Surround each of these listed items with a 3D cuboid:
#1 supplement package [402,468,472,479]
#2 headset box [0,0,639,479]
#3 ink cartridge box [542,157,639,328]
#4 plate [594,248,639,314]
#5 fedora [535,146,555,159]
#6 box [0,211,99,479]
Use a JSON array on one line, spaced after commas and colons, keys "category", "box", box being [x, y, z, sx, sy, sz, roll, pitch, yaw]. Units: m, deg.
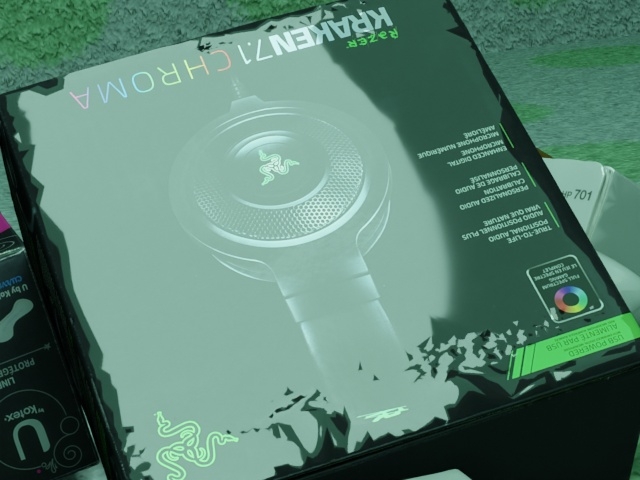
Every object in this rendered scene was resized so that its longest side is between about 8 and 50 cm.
[{"category": "supplement package", "box": [0.042, 0.167, 0.663, 0.105, 0.105, 0.179, -10, 13, -16]}, {"category": "headset box", "box": [-0.003, 0.036, 0.879, 0.246, 0.131, 0.283, -16, 54, -11]}, {"category": "ink cartridge box", "box": [0.183, 0.018, 1.152, 0.191, 0.082, 0.140, 26, -10, -37]}, {"category": "plate", "box": [0.004, 0.037, 1.044, 0.277, 0.045, 0.278, -33, 36, -14]}, {"category": "fedora", "box": [0.155, 0.010, 1.332, 0.079, 0.194, 0.194, -41, -8, 30]}, {"category": "box", "box": [-0.249, 0.073, 1.100, 0.163, 0.142, 0.247, -21, 14, -12]}]
